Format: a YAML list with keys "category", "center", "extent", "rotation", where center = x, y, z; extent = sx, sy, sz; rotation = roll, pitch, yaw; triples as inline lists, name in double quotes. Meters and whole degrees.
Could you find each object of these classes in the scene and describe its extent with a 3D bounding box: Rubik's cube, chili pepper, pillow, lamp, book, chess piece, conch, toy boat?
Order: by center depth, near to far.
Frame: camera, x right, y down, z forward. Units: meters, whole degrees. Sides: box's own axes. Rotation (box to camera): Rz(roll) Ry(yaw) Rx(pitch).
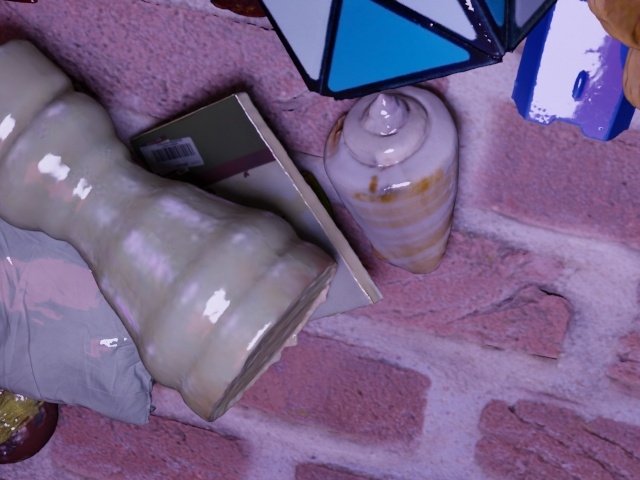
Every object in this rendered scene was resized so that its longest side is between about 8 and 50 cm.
- category: "Rubik's cube"
  center: [0.085, -0.301, 1.449]
  extent: [0.250, 0.246, 0.248]
  rotation: [-9, 123, 47]
- category: "toy boat"
  center: [0.285, -0.254, 1.574]
  extent: [0.129, 0.088, 0.295]
  rotation: [15, 116, 5]
- category: "conch"
  center: [0.083, -0.052, 1.738]
  extent: [0.158, 0.127, 0.255]
  rotation: [-5, 123, 18]
- category: "chess piece"
  center: [-0.217, -0.019, 1.748]
  extent: [0.442, 0.234, 0.234]
  rotation: [38, 127, 8]
- category: "book"
  center: [-0.077, -0.024, 1.815]
  extent: [0.201, 0.026, 0.289]
  rotation: [-17, 112, 43]
- category: "chili pepper"
  center: [0.000, 0.000, 1.845]
  extent: [0.050, 0.052, 0.202]
  rotation: [-17, 121, -8]
- category: "pillow"
  center: [-0.330, 0.066, 1.934]
  extent: [0.309, 0.138, 0.283]
  rotation: [15, 118, 3]
- category: "lamp"
  center: [-0.421, 0.224, 2.068]
  extent: [0.156, 0.135, 0.157]
  rotation: [3, 127, 14]

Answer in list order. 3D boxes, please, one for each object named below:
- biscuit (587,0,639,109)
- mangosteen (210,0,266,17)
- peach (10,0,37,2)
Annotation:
- category: "biscuit"
  center: [0.362, -0.283, 1.463]
  extent: [0.269, 0.051, 0.376]
  rotation: [-12, 129, -25]
- category: "mangosteen"
  center: [-0.065, -0.317, 1.599]
  extent: [0.145, 0.156, 0.181]
  rotation: [22, 101, 31]
- category: "peach"
  center: [-0.286, -0.421, 1.453]
  extent: [0.310, 0.335, 0.406]
  rotation: [37, 132, -13]
